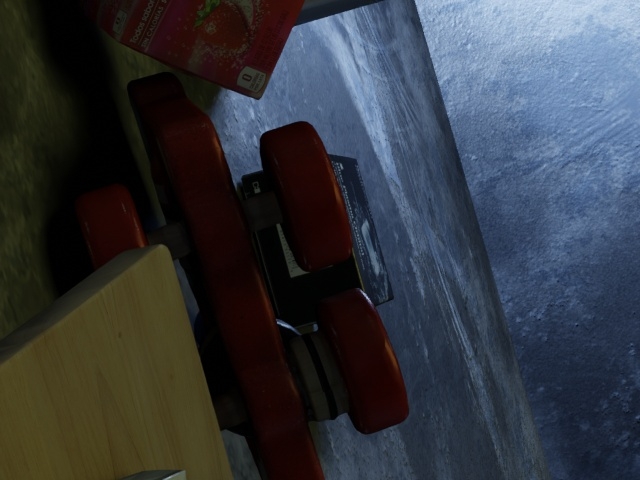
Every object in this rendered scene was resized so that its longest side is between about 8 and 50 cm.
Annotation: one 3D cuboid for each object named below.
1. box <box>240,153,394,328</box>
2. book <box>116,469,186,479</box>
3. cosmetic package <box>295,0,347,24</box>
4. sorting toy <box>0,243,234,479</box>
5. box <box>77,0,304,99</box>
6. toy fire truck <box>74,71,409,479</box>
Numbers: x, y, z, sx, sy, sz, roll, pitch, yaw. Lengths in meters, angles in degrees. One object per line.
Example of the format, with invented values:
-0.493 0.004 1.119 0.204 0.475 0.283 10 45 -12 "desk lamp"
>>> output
0.000 0.000 1.608 0.158 0.093 0.156 -6 81 -79 "box"
-0.095 0.158 0.697 0.144 0.035 0.096 -8 92 -71 "book"
-0.010 -0.417 1.525 0.329 0.327 0.394 -39 114 -77 "cosmetic package"
-0.127 0.164 0.777 0.255 0.089 0.257 -44 123 -66 "sorting toy"
-0.063 -0.249 1.178 0.122 0.257 0.128 20 9 -28 "box"
-0.065 0.034 1.170 0.254 0.169 0.302 -129 -160 -73 "toy fire truck"
